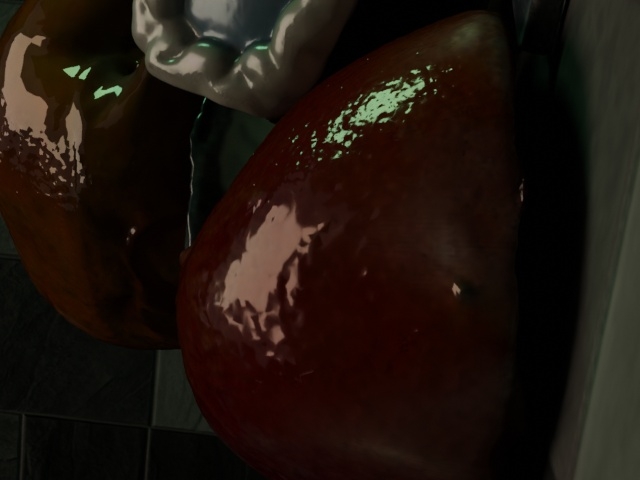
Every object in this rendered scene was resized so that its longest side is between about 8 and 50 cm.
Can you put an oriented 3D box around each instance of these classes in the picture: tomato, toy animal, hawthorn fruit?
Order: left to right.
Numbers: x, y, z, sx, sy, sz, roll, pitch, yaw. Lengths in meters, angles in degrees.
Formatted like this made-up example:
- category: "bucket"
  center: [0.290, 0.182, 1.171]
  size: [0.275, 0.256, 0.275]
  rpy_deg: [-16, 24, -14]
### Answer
- category: "hawthorn fruit"
  center: [-0.125, -0.089, 1.305]
  size: [0.472, 0.472, 0.471]
  rpy_deg: [-173, 90, -89]
- category: "toy animal"
  center: [-0.003, -0.174, 0.795]
  size: [0.208, 0.204, 0.156]
  rpy_deg: [-21, -50, -47]
- category: "tomato"
  center: [0.010, 0.030, 0.653]
  size: [0.309, 0.170, 0.308]
  rpy_deg: [1, -90, -86]

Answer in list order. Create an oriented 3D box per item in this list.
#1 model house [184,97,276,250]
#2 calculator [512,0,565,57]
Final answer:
- category: "model house"
  center: [0.000, 0.000, 0.996]
  size: [0.301, 0.190, 0.271]
  rpy_deg: [97, 178, -64]
- category: "calculator"
  center: [0.117, -0.224, 0.672]
  size: [0.261, 0.021, 0.161]
  rpy_deg: [-84, 0, -50]
